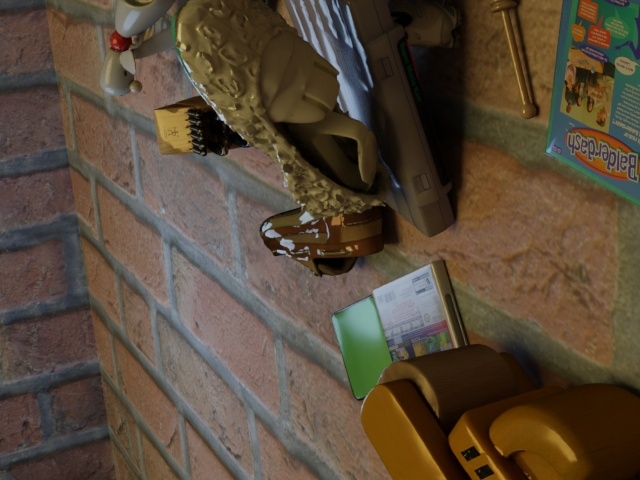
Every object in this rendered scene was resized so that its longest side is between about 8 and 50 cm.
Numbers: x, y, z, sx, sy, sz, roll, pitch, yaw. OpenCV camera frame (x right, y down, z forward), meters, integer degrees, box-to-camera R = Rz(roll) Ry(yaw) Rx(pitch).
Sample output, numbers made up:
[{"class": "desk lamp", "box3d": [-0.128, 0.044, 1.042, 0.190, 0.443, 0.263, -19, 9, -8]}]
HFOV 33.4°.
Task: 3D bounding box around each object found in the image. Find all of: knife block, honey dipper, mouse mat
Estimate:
[{"class": "knife block", "box3d": [-0.173, -0.218, 1.984, 0.275, 0.242, 0.088, -38, -55, -66]}, {"class": "honey dipper", "box3d": [0.213, -0.212, 1.171, 0.030, 0.030, 0.161, -9, 96, 66]}, {"class": "mouse mat", "box3d": [0.072, 0.174, 1.704, 0.189, 0.007, 0.153, -33, 72, 64]}]

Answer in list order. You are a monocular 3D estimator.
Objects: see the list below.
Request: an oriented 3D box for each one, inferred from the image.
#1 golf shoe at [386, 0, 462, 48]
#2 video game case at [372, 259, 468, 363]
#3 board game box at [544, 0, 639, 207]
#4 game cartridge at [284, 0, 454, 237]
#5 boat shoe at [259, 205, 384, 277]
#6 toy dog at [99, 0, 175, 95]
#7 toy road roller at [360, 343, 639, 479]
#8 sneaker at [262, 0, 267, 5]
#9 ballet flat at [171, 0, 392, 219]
[{"class": "golf shoe", "box3d": [0.099, -0.281, 1.318, 0.176, 0.086, 0.069, -139, 40, -56]}, {"class": "video game case", "box3d": [0.145, 0.136, 1.501, 0.201, 0.023, 0.183, -32, 72, 64]}, {"class": "board game box", "box3d": [0.288, -0.154, 1.006, 0.160, 0.047, 0.210, 43, 139, 51]}, {"class": "game cartridge", "box3d": [0.060, -0.189, 1.353, 0.230, 0.068, 0.355, 38, 157, 49]}, {"class": "boat shoe", "box3d": [0.000, 0.000, 1.639, 0.324, 0.122, 0.120, -22, 84, 67]}, {"class": "toy dog", "box3d": [-0.338, -0.431, 2.140, 0.161, 0.220, 0.334, 28, 145, 9]}, {"class": "toy road roller", "box3d": [0.223, 0.218, 1.165, 0.329, 0.202, 0.241, 55, 136, 32]}, {"class": "sneaker", "box3d": [-0.119, -0.384, 1.744, 0.086, 0.064, 0.192, 16, 133, 56]}, {"class": "ballet flat", "box3d": [-0.016, -0.153, 1.235, 0.147, 0.147, 0.409, 60, -173, 35]}]
